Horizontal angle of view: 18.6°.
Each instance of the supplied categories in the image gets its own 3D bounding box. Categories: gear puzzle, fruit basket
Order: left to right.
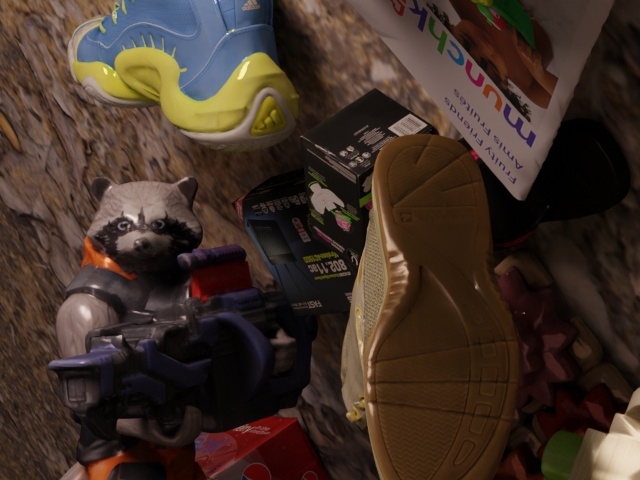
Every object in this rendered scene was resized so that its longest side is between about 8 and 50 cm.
[{"bbox_3d":[0.007,-0.196,0.881,0.327,0.165,0.353,51,158,14],"label":"fruit basket"},{"bbox_3d":[0.158,0.182,1.124,0.339,0.044,0.175,55,139,10],"label":"gear puzzle"}]

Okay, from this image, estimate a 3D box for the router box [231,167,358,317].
[{"bbox_3d":[0.000,0.000,1.274,0.092,0.038,0.122,60,156,-9],"label":"router box"}]

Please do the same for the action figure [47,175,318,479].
[{"bbox_3d":[-0.138,0.117,1.259,0.178,0.341,0.330,7,88,22],"label":"action figure"}]

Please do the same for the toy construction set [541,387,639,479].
[{"bbox_3d":[0.130,0.164,0.948,0.151,0.328,0.215,32,175,35],"label":"toy construction set"}]

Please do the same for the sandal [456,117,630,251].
[{"bbox_3d":[0.100,-0.027,1.054,0.067,0.040,0.179,59,156,-5],"label":"sandal"}]

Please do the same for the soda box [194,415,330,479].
[{"bbox_3d":[-0.090,0.197,1.613,0.263,0.092,0.083,-3,116,63],"label":"soda box"}]

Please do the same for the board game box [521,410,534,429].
[{"bbox_3d":[0.164,0.166,1.172,0.133,0.033,0.169,-33,85,49],"label":"board game box"}]

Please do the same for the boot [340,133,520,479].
[{"bbox_3d":[0.051,0.074,1.031,0.165,0.077,0.213,100,170,-56],"label":"boot"}]

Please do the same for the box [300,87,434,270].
[{"bbox_3d":[0.030,-0.034,1.149,0.052,0.062,0.083,37,148,34],"label":"box"}]

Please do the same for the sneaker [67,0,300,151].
[{"bbox_3d":[-0.088,-0.142,1.240,0.240,0.091,0.126,25,123,50],"label":"sneaker"}]
